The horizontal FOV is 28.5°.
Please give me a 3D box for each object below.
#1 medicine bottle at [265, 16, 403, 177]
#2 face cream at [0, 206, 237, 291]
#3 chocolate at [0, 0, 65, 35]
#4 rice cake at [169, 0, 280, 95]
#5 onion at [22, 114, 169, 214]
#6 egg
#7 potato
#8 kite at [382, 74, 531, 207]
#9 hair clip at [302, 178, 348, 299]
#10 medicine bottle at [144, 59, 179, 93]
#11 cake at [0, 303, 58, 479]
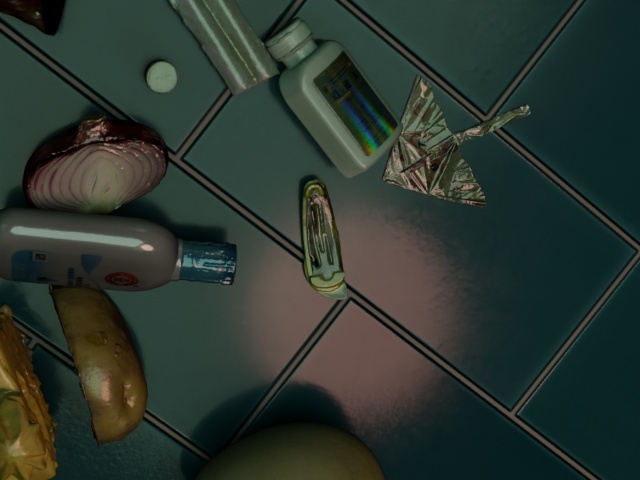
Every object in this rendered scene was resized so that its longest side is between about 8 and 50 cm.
[{"bbox_3d":[0.013,-0.211,1.803,0.229,0.083,0.121,51,53,-13],"label":"medicine bottle"},{"bbox_3d":[-0.287,0.019,1.772,0.337,0.163,0.080,6,64,-11],"label":"face cream"},{"bbox_3d":[-0.422,-0.453,1.631,0.210,0.225,0.340,10,95,-4],"label":"chocolate"},{"bbox_3d":[-0.149,-0.313,1.790,0.085,0.040,0.226,-34,104,-3],"label":"rice cake"},{"bbox_3d":[-0.318,-0.121,1.761,0.206,0.098,0.151,-9,124,-10],"label":"onion"},{"bbox_3d":[-0.048,0.377,1.841,0.295,0.218,0.218,-6,101,2],"label":"egg"},{"bbox_3d":[-0.309,0.176,1.801,0.098,0.138,0.243,-18,105,-11],"label":"potato"},{"bbox_3d":[0.203,-0.151,1.897,0.250,0.012,0.229,-27,104,-6],"label":"kite"},{"bbox_3d":[0.000,0.000,1.875,0.060,0.033,0.188,-9,104,-6],"label":"hair clip"},{"bbox_3d":[-0.224,-0.231,1.769,0.047,0.083,0.047,-2,100,-10],"label":"medicine bottle"},{"bbox_3d":[-0.488,0.244,1.702,0.227,0.286,0.222,-23,103,-5],"label":"cake"}]
